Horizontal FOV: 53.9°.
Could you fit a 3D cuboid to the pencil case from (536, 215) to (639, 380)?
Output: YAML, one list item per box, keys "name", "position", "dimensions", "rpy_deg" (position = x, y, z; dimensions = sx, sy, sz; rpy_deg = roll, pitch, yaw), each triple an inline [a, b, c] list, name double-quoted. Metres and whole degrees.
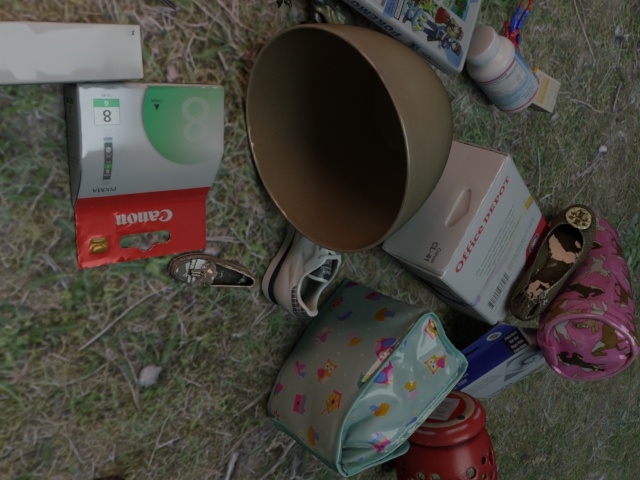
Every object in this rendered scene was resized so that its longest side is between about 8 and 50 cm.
- name: "pencil case"
  position: [0.512, 0.097, 1.233]
  dimensions: [0.160, 0.167, 0.386]
  rpy_deg: [37, 35, -7]

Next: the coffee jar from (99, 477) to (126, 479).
- name: "coffee jar"
  position: [-0.280, 0.423, 0.846]
  dimensions: [0.079, 0.096, 0.185]
  rpy_deg: [-10, 111, -34]

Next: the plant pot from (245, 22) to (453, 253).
- name: "plant pot"
  position: [0.062, -0.149, 0.828]
  dimensions: [0.191, 0.284, 0.284]
  rpy_deg: [-26, 119, -38]

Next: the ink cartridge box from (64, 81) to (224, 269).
- name: "ink cartridge box"
  position: [-0.209, -0.079, 0.772]
  dimensions: [0.181, 0.056, 0.225]
  rpy_deg: [-10, 108, -36]

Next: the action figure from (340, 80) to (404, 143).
- name: "action figure"
  position: [0.109, -0.202, 0.988]
  dimensions: [0.232, 0.063, 0.137]
  rpy_deg: [19, 95, -38]

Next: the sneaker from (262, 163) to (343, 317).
- name: "sneaker"
  position: [0.000, 0.000, 0.939]
  dimensions: [0.090, 0.094, 0.235]
  rpy_deg: [20, 89, -39]

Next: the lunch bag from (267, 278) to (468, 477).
- name: "lunch bag"
  position: [0.055, 0.215, 0.965]
  dimensions: [0.262, 0.223, 0.160]
  rpy_deg: [-49, 121, -16]

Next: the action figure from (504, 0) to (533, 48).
- name: "action figure"
  position: [0.353, -0.386, 1.144]
  dimensions: [0.038, 0.030, 0.115]
  rpy_deg: [7, 104, -35]

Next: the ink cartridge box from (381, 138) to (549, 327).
- name: "ink cartridge box"
  position: [0.266, -0.005, 1.096]
  dimensions: [0.306, 0.131, 0.226]
  rpy_deg: [37, 81, -50]

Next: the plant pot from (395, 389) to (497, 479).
- name: "plant pot"
  position: [0.230, 0.389, 1.195]
  dimensions: [0.191, 0.191, 0.174]
  rpy_deg: [-21, 107, -33]

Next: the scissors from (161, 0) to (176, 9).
- name: "scissors"
  position: [-0.274, -0.344, 0.657]
  dimensions: [0.109, 0.021, 0.297]
  rpy_deg: [-49, 130, -19]

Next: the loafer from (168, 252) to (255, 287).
- name: "loafer"
  position: [-0.146, 0.045, 0.869]
  dimensions: [0.125, 0.039, 0.045]
  rpy_deg: [10, 98, -41]

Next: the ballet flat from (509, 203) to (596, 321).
- name: "ballet flat"
  position: [0.421, 0.036, 1.135]
  dimensions: [0.250, 0.084, 0.058]
  rpy_deg: [-53, 156, -8]

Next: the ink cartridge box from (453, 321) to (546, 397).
- name: "ink cartridge box"
  position: [0.350, 0.247, 1.252]
  dimensions: [0.224, 0.045, 0.223]
  rpy_deg: [12, 134, -40]

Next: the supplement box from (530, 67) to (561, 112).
- name: "supplement box"
  position: [0.419, -0.292, 1.221]
  dimensions: [0.098, 0.036, 0.062]
  rpy_deg: [12, 96, -41]

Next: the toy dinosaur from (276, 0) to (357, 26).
- name: "toy dinosaur"
  position: [-0.005, -0.323, 0.857]
  dimensions: [0.118, 0.064, 0.268]
  rpy_deg: [-46, 124, -25]

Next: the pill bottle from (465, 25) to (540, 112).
- name: "pill bottle"
  position: [0.311, -0.298, 1.098]
  dimensions: [0.160, 0.087, 0.087]
  rpy_deg: [32, 83, -40]

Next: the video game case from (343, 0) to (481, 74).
- name: "video game case"
  position: [0.133, -0.449, 0.884]
  dimensions: [0.300, 0.036, 0.329]
  rpy_deg: [23, 79, -34]

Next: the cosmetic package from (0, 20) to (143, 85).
- name: "cosmetic package"
  position: [-0.309, -0.186, 0.624]
  dimensions: [0.239, 0.099, 0.061]
  rpy_deg: [-13, 111, -35]
